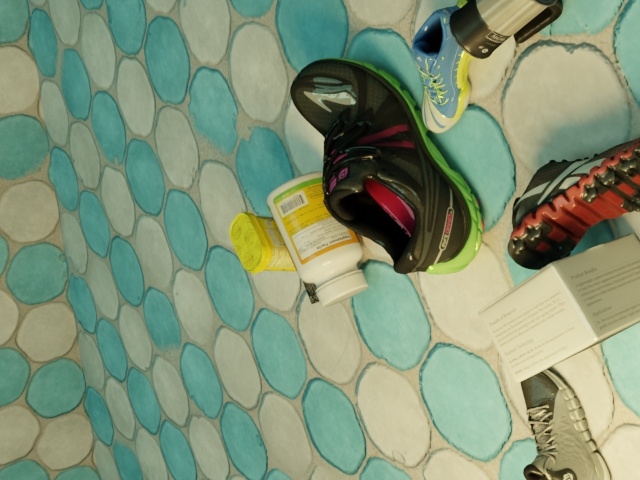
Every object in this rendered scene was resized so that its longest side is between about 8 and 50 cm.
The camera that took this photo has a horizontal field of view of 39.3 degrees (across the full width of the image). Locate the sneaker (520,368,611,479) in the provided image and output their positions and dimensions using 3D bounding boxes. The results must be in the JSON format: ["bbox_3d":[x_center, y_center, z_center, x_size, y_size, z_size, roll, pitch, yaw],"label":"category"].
[{"bbox_3d":[0.356,0.313,1.410,0.228,0.132,0.086,62,144,15],"label":"sneaker"}]

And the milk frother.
[{"bbox_3d":[0.259,-0.355,1.277,0.135,0.129,0.143,-35,73,47],"label":"milk frother"}]

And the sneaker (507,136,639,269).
[{"bbox_3d":[0.371,-0.076,1.250,0.276,0.098,0.135,-39,31,33],"label":"sneaker"}]

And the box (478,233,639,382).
[{"bbox_3d":[0.359,0.095,1.273,0.182,0.181,0.119,-46,66,52],"label":"box"}]

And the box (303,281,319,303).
[{"bbox_3d":[-0.011,0.089,1.924,0.067,0.018,0.083,-32,77,54],"label":"box"}]

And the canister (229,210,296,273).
[{"bbox_3d":[-0.088,0.007,1.850,0.073,0.170,0.126,-48,55,33],"label":"canister"}]

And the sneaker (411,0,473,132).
[{"bbox_3d":[0.180,-0.272,1.417,0.091,0.126,0.240,44,135,36],"label":"sneaker"}]

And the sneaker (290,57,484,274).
[{"bbox_3d":[0.084,-0.139,1.539,0.482,0.202,0.185,53,140,26],"label":"sneaker"}]

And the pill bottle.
[{"bbox_3d":[0.000,0.000,1.769,0.136,0.136,0.245,-39,72,53],"label":"pill bottle"}]
